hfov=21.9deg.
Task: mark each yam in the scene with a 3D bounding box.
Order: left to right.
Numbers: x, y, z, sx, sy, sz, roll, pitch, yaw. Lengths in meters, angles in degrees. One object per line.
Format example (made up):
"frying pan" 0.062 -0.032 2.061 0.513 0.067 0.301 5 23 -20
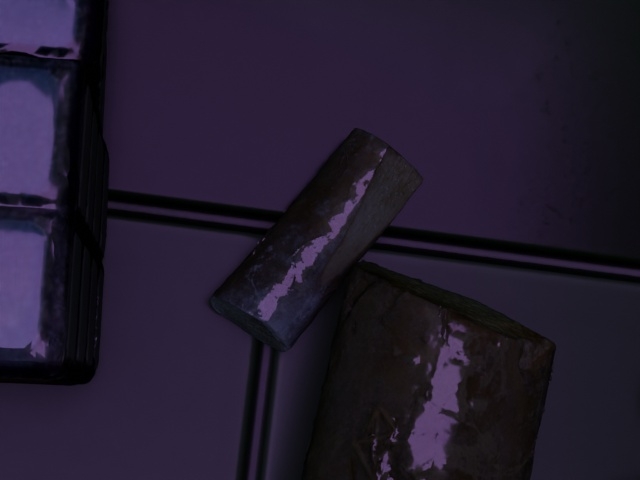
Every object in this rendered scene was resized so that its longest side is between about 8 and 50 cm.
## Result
"yam" 0.000 0.000 1.173 0.068 0.068 0.169 40 82 -3
"yam" 0.064 0.155 1.119 0.161 0.161 0.268 16 83 -6

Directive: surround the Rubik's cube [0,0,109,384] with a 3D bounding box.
"Rubik's cube" -0.300 -0.086 0.999 0.345 0.344 0.337 2 84 -7
